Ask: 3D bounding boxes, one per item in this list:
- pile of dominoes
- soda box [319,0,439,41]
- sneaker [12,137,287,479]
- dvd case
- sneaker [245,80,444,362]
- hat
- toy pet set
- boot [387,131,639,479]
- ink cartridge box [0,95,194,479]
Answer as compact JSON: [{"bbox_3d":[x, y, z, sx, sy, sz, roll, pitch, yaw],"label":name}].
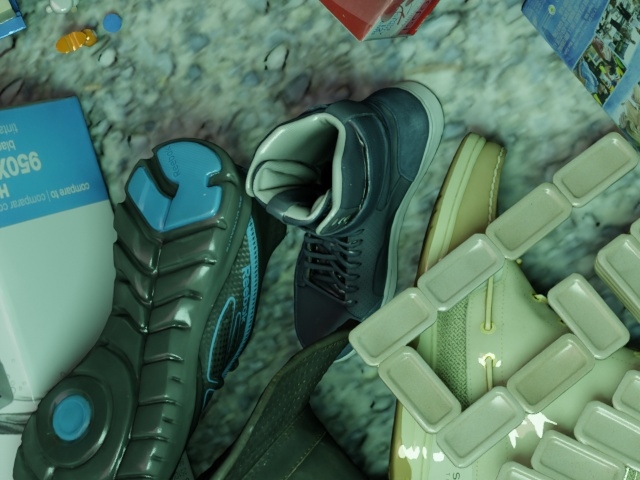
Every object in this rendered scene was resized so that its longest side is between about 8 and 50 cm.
[{"bbox_3d":[0.174,0.065,1.217,0.251,0.040,0.196,-37,75,-8],"label":"pile of dominoes"},{"bbox_3d":[-0.014,-0.263,1.330,0.263,0.083,0.092,47,118,16],"label":"soda box"},{"bbox_3d":[-0.113,0.102,1.365,0.125,0.139,0.341,20,84,31],"label":"sneaker"},{"bbox_3d":[0.237,-0.128,1.175,0.253,0.022,0.180,55,143,26],"label":"dvd case"},{"bbox_3d":[-0.001,-0.001,1.327,0.086,0.163,0.226,25,113,23],"label":"sneaker"},{"bbox_3d":[-0.043,0.212,1.267,0.134,0.331,0.331,40,117,4],"label":"hat"},{"bbox_3d":[-0.235,-0.199,1.501,0.114,0.065,0.122,-25,89,-3],"label":"toy pet set"},{"bbox_3d":[0.162,0.061,1.273,0.203,0.095,0.262,9,68,4],"label":"boot"},{"bbox_3d":[-0.291,0.112,1.515,0.285,0.166,0.395,-16,92,33],"label":"ink cartridge box"}]
